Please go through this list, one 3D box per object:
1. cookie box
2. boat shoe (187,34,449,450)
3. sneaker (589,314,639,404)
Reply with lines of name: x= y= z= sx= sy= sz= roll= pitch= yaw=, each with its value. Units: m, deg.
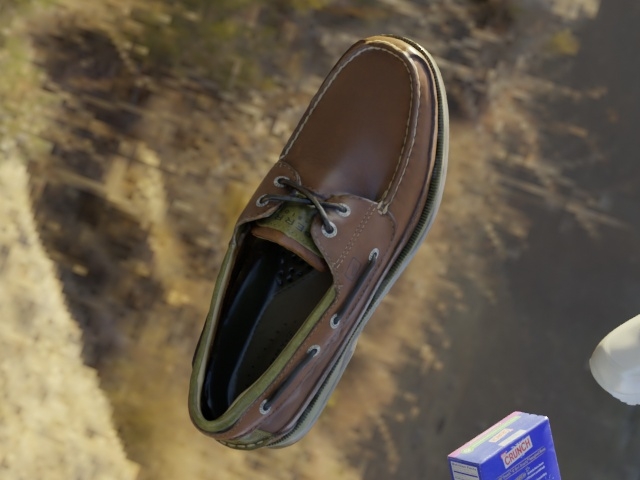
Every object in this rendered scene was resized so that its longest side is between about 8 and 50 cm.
cookie box: x=0.156 y=0.208 z=1.543 sx=0.092 sy=0.040 sz=0.107 roll=-26 pitch=112 yaw=-39
boat shoe: x=0.000 y=0.000 z=1.279 sx=0.104 sy=0.111 sz=0.307 roll=22 pitch=88 yaw=-68
sneaker: x=0.329 y=0.062 z=1.526 sx=0.095 sy=0.235 sz=0.090 roll=85 pitch=-14 yaw=-52
